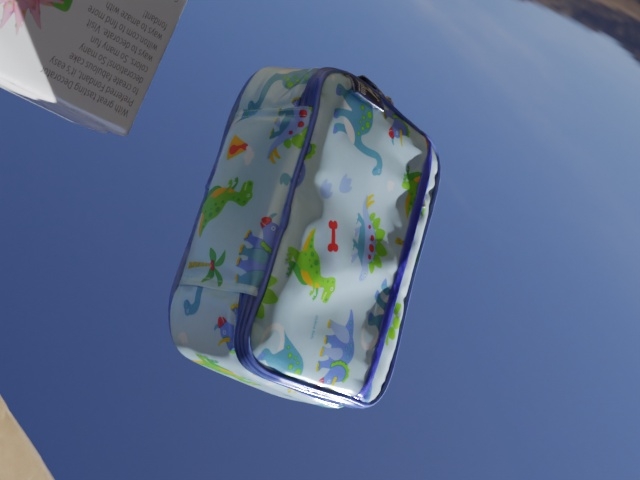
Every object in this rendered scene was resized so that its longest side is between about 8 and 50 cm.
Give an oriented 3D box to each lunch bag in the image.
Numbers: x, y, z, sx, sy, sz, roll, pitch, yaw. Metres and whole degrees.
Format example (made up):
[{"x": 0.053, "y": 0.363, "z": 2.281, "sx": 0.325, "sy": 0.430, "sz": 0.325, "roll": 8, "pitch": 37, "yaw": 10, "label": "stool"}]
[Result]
[{"x": 0.000, "y": 0.000, "z": 0.742, "sx": 0.090, "sy": 0.219, "sz": 0.176, "roll": 6, "pitch": 162, "yaw": 38, "label": "lunch bag"}]

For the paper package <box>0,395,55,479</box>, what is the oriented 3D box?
[{"x": -0.353, "y": 0.258, "z": 0.779, "sx": 0.168, "sy": 0.309, "sz": 0.325, "roll": 13, "pitch": -131, "yaw": 28, "label": "paper package"}]

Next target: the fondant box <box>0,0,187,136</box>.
[{"x": -0.149, "y": -0.254, "z": 0.576, "sx": 0.096, "sy": 0.330, "sz": 0.238, "roll": 21, "pitch": 177, "yaw": 42, "label": "fondant box"}]
